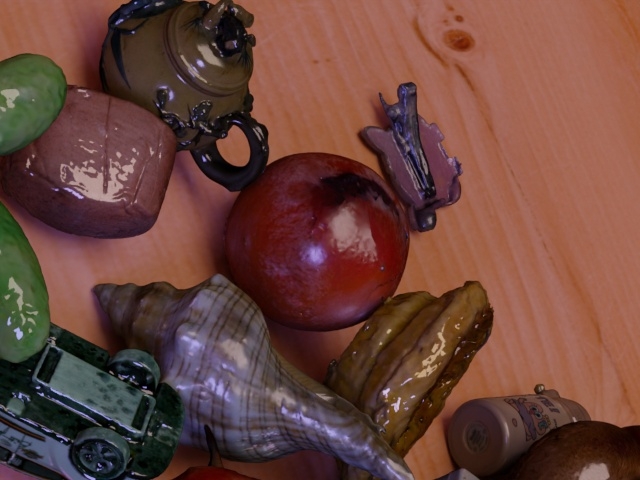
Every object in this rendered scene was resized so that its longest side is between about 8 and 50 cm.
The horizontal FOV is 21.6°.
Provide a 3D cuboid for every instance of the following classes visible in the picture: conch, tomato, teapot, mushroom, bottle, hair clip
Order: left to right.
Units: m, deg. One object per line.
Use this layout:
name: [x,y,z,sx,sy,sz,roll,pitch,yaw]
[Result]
teapot: [-0.135,-0.184,1.840,0.173,0.182,0.269,-33,91,-47]
conch: [-0.080,0.162,1.728,0.386,0.169,0.203,45,15,7]
tomato: [0.000,0.000,1.896,0.208,0.184,0.208,23,56,-39]
hair clip: [0.127,-0.115,2.199,0.146,0.056,0.187,-31,103,-50]
bottle: [0.258,0.237,2.119,0.209,0.097,0.110,1,58,-47]
mushroom: [0.295,0.324,2.010,0.153,0.253,0.253,38,32,27]

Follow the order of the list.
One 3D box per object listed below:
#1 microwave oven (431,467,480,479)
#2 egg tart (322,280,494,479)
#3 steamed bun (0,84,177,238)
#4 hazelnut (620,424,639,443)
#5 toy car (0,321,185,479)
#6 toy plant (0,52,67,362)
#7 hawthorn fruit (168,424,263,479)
microwave oven: [0.156,0.471,1.712,0.394,0.333,0.247,43,41,-21]
egg tart: [0.085,0.156,1.872,0.115,0.290,0.290,34,40,13]
steamed bun: [-0.245,-0.075,1.745,0.175,0.106,0.145,23,60,-21]
hazelnut: [0.448,0.352,2.197,0.229,0.229,0.229,23,56,-38]
toy car: [-0.281,0.142,1.575,0.306,0.125,0.136,27,35,-8]
toy plant: [-0.401,-0.067,1.465,0.356,0.210,0.317,22,50,-31]
hawthorn fruit: [-0.117,0.315,1.579,0.254,0.254,0.300,20,52,-39]
